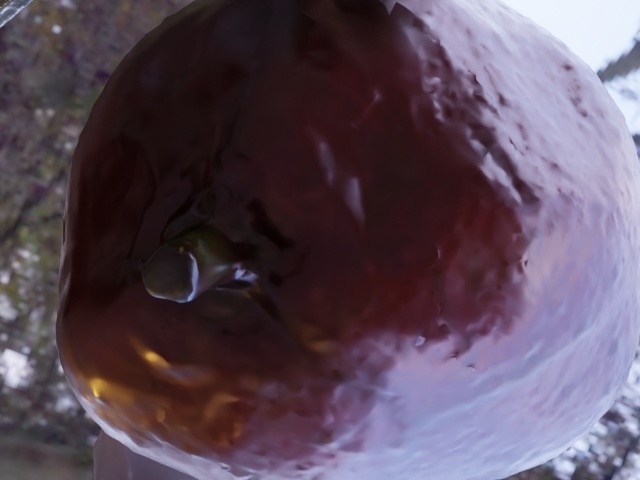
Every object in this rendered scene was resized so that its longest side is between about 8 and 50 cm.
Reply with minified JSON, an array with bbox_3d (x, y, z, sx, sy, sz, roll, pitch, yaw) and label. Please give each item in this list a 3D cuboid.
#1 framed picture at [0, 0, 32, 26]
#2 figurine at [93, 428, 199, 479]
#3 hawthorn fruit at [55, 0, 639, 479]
[{"bbox_3d":[-0.300,-0.278,1.460,0.324,0.020,0.241,-23,-125,51],"label":"framed picture"},{"bbox_3d":[-0.069,0.170,1.223,0.200,0.276,0.133,-2,-95,27],"label":"figurine"},{"bbox_3d":[0.000,0.000,0.725,0.265,0.307,0.265,4,-81,28],"label":"hawthorn fruit"}]
